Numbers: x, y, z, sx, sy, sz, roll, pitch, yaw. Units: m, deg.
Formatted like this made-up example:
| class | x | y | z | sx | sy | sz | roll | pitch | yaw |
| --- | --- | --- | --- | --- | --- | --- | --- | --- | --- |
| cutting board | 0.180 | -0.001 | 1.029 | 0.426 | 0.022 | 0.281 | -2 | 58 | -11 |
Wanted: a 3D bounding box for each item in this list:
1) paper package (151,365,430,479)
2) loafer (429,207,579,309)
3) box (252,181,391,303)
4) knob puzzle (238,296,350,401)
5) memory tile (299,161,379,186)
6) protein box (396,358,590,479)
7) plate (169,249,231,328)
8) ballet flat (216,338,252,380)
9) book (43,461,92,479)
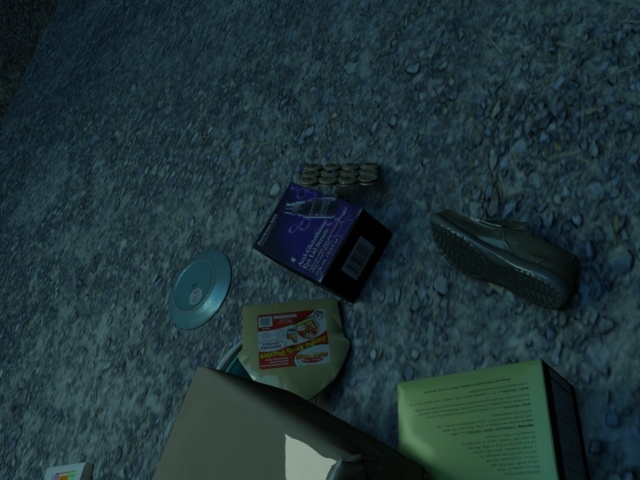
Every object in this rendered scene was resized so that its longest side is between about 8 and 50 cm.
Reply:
| class | x | y | z | sx | sy | sz | roll | pitch | yaw |
| --- | --- | --- | --- | --- | --- | --- | --- | --- | --- |
| paper package | -0.072 | 0.357 | 0.794 | 0.325 | 0.168 | 0.309 | 15 | 80 | 50 |
| loafer | 0.274 | 0.015 | 0.947 | 0.087 | 0.094 | 0.251 | -40 | 50 | -21 |
| box | 0.000 | 0.000 | 1.156 | 0.207 | 0.108 | 0.153 | 23 | 81 | 45 |
| knob puzzle | -0.044 | 0.195 | 1.080 | 0.213 | 0.030 | 0.213 | -1 | 54 | 1 |
| memory tile | 0.037 | -0.127 | 1.193 | 0.148 | 0.012 | 0.113 | -1 | 26 | 8 |
| protein box | 0.216 | 0.279 | 0.785 | 0.200 | 0.136 | 0.201 | -18 | 54 | 31 |
| plate | -0.273 | 0.103 | 1.381 | 0.188 | 0.024 | 0.188 | -20 | 53 | 29 |
| ballet flat | -0.173 | 0.361 | 1.080 | 0.139 | 0.139 | 0.400 | -9 | 60 | 36 |
| book | -0.551 | 0.533 | 1.349 | 0.144 | 0.035 | 0.096 | -20 | 50 | 32 |
